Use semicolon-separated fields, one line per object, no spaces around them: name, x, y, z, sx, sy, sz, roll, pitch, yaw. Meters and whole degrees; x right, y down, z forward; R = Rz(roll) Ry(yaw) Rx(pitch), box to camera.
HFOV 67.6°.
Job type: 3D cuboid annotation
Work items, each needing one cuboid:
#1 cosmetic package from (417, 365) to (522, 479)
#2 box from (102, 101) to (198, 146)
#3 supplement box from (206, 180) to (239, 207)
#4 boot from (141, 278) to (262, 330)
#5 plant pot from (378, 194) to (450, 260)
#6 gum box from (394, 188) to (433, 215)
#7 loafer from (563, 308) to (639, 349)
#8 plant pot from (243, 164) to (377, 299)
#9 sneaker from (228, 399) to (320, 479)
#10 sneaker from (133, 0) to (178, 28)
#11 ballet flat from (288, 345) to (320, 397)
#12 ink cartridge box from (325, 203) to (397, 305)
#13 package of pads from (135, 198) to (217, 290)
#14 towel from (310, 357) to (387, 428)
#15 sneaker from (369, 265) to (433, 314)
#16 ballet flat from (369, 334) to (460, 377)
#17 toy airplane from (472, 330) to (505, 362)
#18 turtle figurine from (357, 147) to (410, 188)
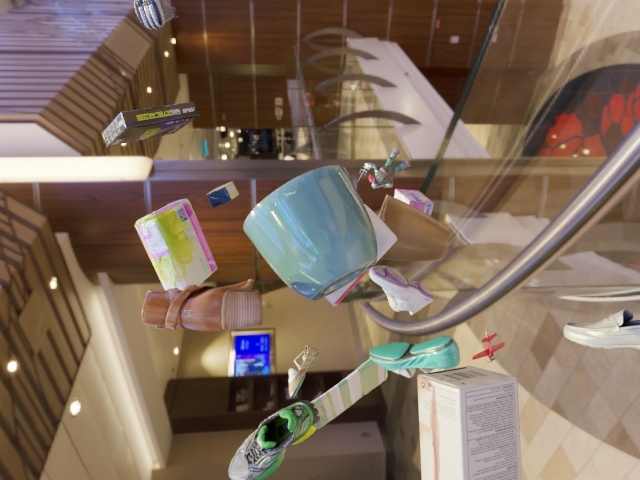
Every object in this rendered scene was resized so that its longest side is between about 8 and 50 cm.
cosmetic package;0.287;0.408;0.922;0.129;0.153;0.296;-6;84;64
box;-0.427;-0.290;1.192;0.191;0.184;0.045;-7;105;52
supplement box;-0.357;-0.169;1.752;0.056;0.083;0.083;65;-158;-15
boot;-0.242;0.138;0.982;0.283;0.220;0.109;-167;78;-77
plant pot;0.329;-0.017;1.738;0.237;0.254;0.237;17;-90;-88
gum box;0.390;-0.165;2.028;0.188;0.107;0.062;-116;30;-65
loafer;0.855;0.247;1.348;0.319;0.112;0.111;-6;93;47
plant pot;0.000;0.000;1.153;0.235;0.293;0.293;58;166;12
sneaker;-0.166;0.599;1.423;0.134;0.343;0.146;50;-165;31
sneaker;-0.375;-0.579;1.023;0.098;0.083;0.223;-61;-30;-49
ballet flat;-0.077;0.472;1.746;0.206;0.067;0.073;-56;1;-38
ink cartridge box;0.028;0.004;1.545;0.279;0.160;0.385;-48;22;-3
package of pads;-0.489;0.027;1.649;0.229;0.101;0.296;-54;-54;-65
towel;0.100;0.515;1.658;0.038;0.325;0.247;48;161;33
sneaker;0.293;0.205;1.839;0.152;0.305;0.114;-49;28;24
ballet flat;0.227;0.291;1.158;0.247;0.083;0.087;-20;98;42
toy airplane;0.652;0.409;1.836;0.028;0.151;0.151;-134;41;-64
turtle figurine;0.299;-0.310;2.224;0.175;0.234;0.118;46;-178;-27
